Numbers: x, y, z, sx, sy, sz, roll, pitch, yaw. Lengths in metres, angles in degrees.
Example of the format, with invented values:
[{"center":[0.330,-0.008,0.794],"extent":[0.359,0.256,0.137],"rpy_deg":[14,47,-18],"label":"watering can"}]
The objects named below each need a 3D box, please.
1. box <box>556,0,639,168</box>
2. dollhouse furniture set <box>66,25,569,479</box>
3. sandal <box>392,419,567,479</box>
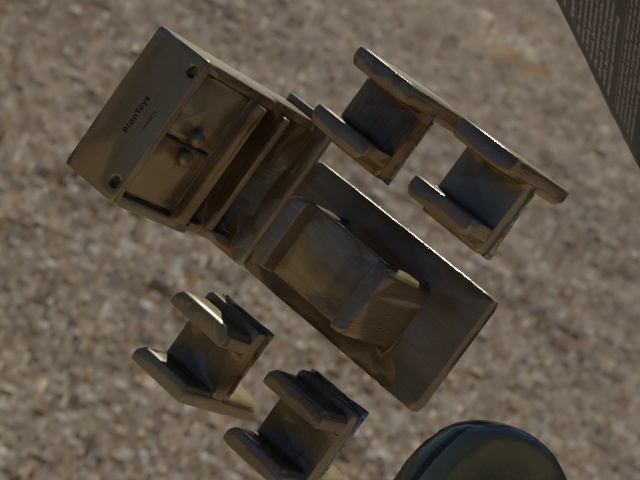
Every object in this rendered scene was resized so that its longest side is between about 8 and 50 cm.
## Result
[{"center":[0.359,-0.290,1.680],"extent":[0.293,0.212,0.395],"rpy_deg":[-11,50,-8],"label":"box"},{"center":[0.000,0.000,1.094],"extent":[0.242,0.212,0.161],"rpy_deg":[39,7,29],"label":"dollhouse furniture set"},{"center":[0.080,0.218,0.724],"extent":[0.120,0.086,0.302],"rpy_deg":[14,69,-40],"label":"sandal"}]
